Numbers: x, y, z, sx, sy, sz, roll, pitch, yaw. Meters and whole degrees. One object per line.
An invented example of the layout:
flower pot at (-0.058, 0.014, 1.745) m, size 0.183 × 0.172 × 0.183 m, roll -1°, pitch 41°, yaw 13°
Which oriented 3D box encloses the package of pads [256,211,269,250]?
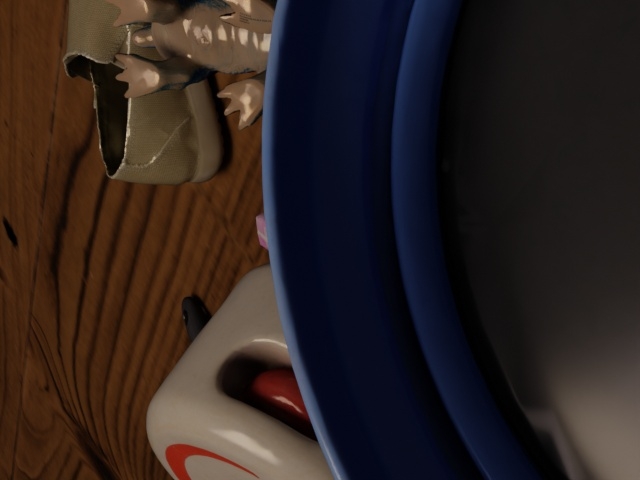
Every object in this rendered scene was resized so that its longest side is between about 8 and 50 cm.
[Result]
package of pads at (0.000, 0.000, 0.756) m, size 0.083 × 0.050 × 0.032 m, roll 35°, pitch 143°, yaw 42°

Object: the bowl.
bowl at (0.158, -0.038, 0.282) m, size 0.391 × 0.077 × 0.391 m, roll -4°, pitch 83°, yaw 35°

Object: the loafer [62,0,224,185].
loafer at (-0.150, -0.162, 0.839) m, size 0.102 × 0.092 × 0.268 m, roll -1°, pitch 109°, yaw 58°

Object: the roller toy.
roller toy at (0.005, 0.111, 0.698) m, size 0.191 × 0.146 × 0.209 m, roll 47°, pitch 151°, yaw -21°

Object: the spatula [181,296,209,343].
spatula at (-0.052, 0.175, 0.978) m, size 0.296 × 0.030 × 0.084 m, roll 58°, pitch 148°, yaw 15°

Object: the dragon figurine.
dragon figurine at (-0.026, -0.131, 0.673) m, size 0.289 × 0.144 × 0.085 m, roll 10°, pitch 119°, yaw 33°
